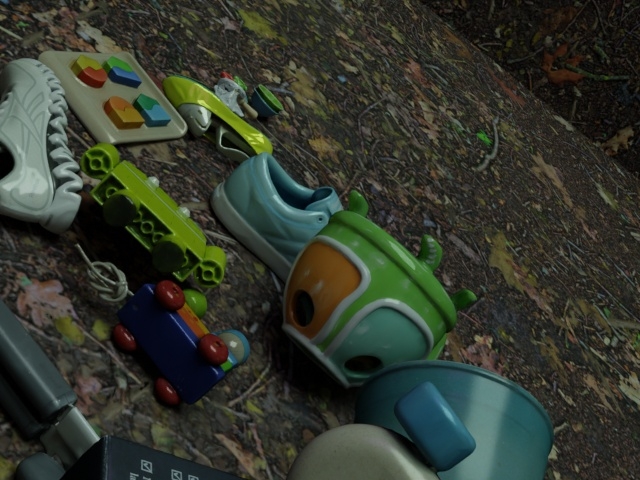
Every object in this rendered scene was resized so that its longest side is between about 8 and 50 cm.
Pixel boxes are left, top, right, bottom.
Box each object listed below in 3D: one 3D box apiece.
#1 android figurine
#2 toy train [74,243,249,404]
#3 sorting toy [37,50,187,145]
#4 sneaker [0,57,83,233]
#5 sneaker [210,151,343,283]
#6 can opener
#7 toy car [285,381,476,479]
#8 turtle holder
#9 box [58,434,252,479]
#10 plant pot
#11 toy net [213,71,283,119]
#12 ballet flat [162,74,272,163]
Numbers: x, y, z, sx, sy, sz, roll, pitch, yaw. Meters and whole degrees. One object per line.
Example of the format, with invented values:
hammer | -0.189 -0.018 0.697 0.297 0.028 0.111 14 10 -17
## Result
android figurine | -0.227 -0.034 1.288 0.248 0.056 0.273 45 5 -10
toy train | -0.200 0.087 1.226 0.248 0.105 0.143 50 19 8
sorting toy | -0.329 -0.239 1.525 0.193 0.038 0.208 51 30 10
sneaker | -0.402 -0.141 1.253 0.118 0.110 0.292 6 46 -36
sneaker | 0.000 0.000 1.527 0.366 0.150 0.135 37 31 -14
can opener | -0.308 0.180 0.986 0.283 0.076 0.095 49 29 9
toy car | 0.070 0.268 0.854 0.210 0.219 0.238 54 1 17
turtle holder | 0.072 0.104 1.418 0.243 0.227 0.320 38 -11 20
box | -0.081 0.400 0.856 0.395 0.212 0.293 27 34 -28
plant pot | 0.147 0.336 1.203 0.272 0.272 0.255 36 46 -16
toy net | -0.147 -0.280 1.749 0.122 0.045 0.232 52 14 6
ballet flat | -0.181 -0.198 1.633 0.231 0.077 0.077 35 47 -22
